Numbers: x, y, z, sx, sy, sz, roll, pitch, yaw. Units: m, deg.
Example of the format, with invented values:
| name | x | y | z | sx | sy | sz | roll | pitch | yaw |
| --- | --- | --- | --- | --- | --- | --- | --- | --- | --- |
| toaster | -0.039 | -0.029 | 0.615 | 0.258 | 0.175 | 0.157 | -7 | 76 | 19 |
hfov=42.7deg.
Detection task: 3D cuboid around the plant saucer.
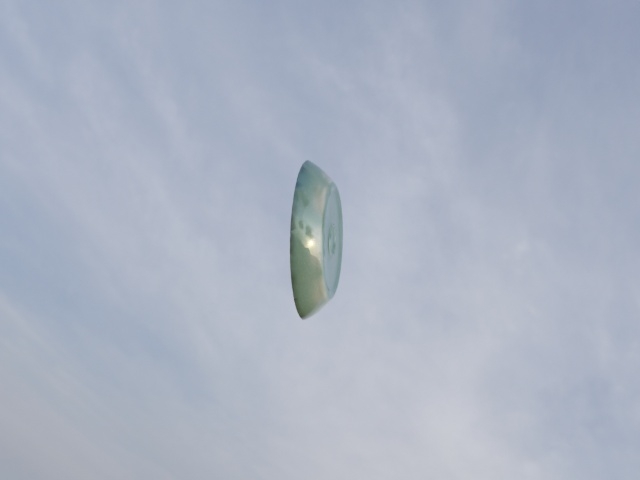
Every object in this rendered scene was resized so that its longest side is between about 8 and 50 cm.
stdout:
| name | x | y | z | sx | sy | sz | roll | pitch | yaw |
| --- | --- | --- | --- | --- | --- | --- | --- | --- | --- |
| plant saucer | 0.000 | 0.000 | 0.610 | 0.021 | 0.119 | 0.119 | 2 | -35 | 10 |
